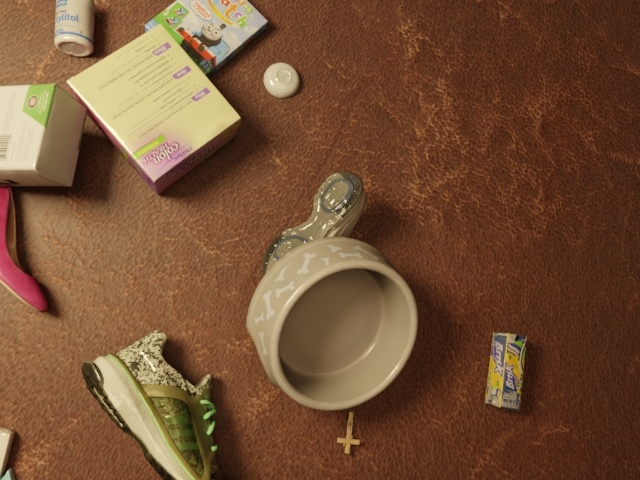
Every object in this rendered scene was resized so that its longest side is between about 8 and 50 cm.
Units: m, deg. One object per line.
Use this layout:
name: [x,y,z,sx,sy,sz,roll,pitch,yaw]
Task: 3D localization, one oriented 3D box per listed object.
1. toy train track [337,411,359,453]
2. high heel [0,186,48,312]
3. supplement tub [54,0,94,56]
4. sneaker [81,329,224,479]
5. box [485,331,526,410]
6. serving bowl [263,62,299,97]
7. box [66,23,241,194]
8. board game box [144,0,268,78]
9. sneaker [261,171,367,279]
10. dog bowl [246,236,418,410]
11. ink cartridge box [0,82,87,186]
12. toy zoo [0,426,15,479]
toy train track: [0.060,0.408,1.021,0.048,0.014,0.083,9,74,-6]
high heel: [-0.556,0.015,0.885,0.117,0.082,0.244,-41,90,-26]
supplement tub: [-0.492,-0.433,0.960,0.071,0.071,0.107,-1,83,-15]
sneaker: [-0.244,0.337,0.892,0.182,0.158,0.410,-41,99,-34]
box: [0.430,0.300,1.110,0.054,0.059,0.168,14,79,-14]
serving bowl: [-0.085,-0.366,1.082,0.084,0.027,0.083,2,81,-16]
box: [-0.322,-0.256,0.957,0.214,0.117,0.243,-42,93,-17]
board game box: [-0.245,-0.466,1.047,0.160,0.039,0.211,43,73,-5]
sneaker: [0.000,0.000,1.008,0.297,0.129,0.111,-47,60,3]
dog bowl: [0.036,0.171,0.934,0.349,0.102,0.348,-6,107,-21]
ink cartridge box: [-0.551,-0.183,0.850,0.220,0.092,0.160,2,76,13]
toy zoo: [-0.672,0.392,0.816,0.294,0.030,0.192,23,77,-11]
